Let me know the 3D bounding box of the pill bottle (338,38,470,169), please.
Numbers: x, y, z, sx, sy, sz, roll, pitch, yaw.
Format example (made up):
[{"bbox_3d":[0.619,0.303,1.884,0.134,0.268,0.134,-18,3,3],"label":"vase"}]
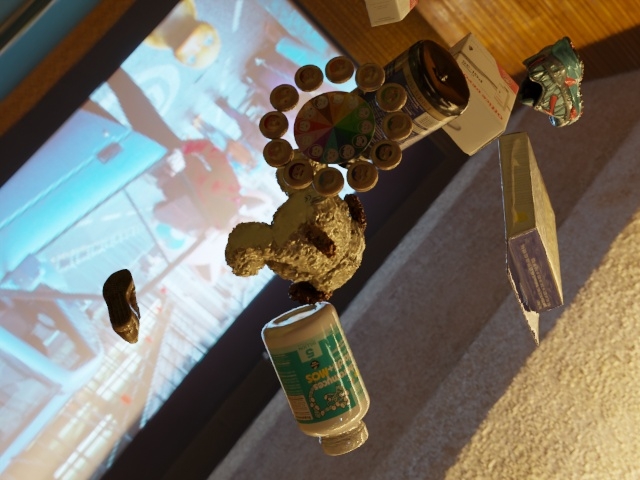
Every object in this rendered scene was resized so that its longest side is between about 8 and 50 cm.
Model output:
[{"bbox_3d":[0.105,-0.195,1.015,0.219,0.123,0.123,-29,-157,40],"label":"pill bottle"}]

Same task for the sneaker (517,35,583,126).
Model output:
[{"bbox_3d":[0.474,-0.321,1.409,0.125,0.262,0.104,-20,-120,11],"label":"sneaker"}]

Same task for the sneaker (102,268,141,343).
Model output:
[{"bbox_3d":[-0.408,0.138,1.384,0.066,0.071,0.188,-17,-141,-4],"label":"sneaker"}]

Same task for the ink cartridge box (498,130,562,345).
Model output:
[{"bbox_3d":[0.412,0.001,1.292,0.072,0.303,0.307,-11,-126,22],"label":"ink cartridge box"}]

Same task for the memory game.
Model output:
[{"bbox_3d":[0.016,-0.137,0.787,0.186,0.186,0.012,-49,160,-8],"label":"memory game"}]

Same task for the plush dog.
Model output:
[{"bbox_3d":[0.000,0.000,1.168,0.210,0.225,0.262,31,-93,36],"label":"plush dog"}]

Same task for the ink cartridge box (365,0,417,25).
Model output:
[{"bbox_3d":[0.118,-0.484,1.214,0.063,0.150,0.109,-2,-147,30],"label":"ink cartridge box"}]

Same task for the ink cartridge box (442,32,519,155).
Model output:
[{"bbox_3d":[0.377,-0.372,1.681,0.117,0.207,0.283,-36,-166,37],"label":"ink cartridge box"}]

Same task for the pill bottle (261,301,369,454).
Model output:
[{"bbox_3d":[0.001,0.259,1.245,0.146,0.264,0.146,-21,-173,3],"label":"pill bottle"}]
